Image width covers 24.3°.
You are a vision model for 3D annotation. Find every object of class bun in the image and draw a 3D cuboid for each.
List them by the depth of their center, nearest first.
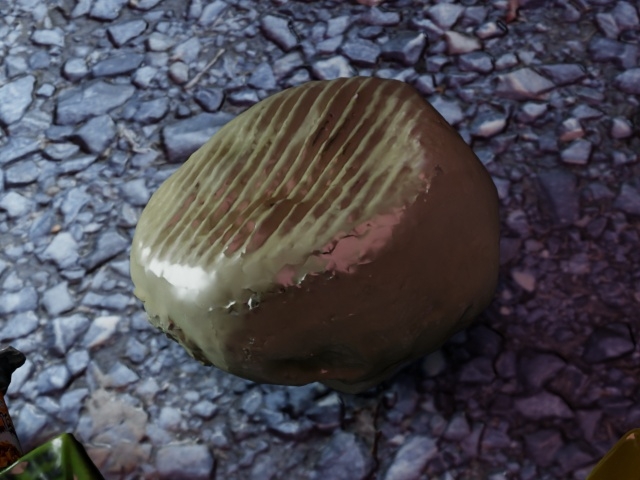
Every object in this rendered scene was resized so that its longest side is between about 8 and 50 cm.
[{"bbox_3d":[0.000,0.000,1.423,0.362,0.234,0.326,-13,47,20],"label":"bun"}]

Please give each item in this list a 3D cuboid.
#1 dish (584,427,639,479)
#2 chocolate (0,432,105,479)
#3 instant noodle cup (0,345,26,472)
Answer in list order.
[{"bbox_3d":[0.295,0.255,1.265,0.149,0.080,0.207,-21,34,19],"label":"dish"},{"bbox_3d":[-0.255,0.368,1.266,0.301,0.137,0.289,-35,57,-12],"label":"chocolate"},{"bbox_3d":[-0.349,0.204,1.384,0.208,0.177,0.125,-36,69,15],"label":"instant noodle cup"}]
